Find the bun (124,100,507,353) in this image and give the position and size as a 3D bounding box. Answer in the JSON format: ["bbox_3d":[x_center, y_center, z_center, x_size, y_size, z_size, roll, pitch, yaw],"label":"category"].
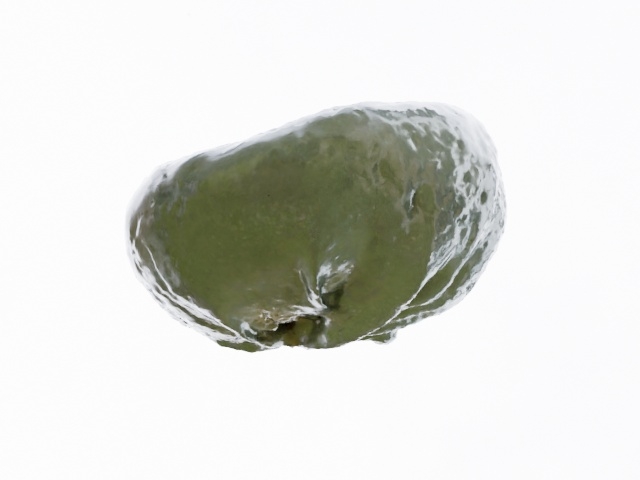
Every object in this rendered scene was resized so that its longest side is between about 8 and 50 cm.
[{"bbox_3d":[0.000,0.000,0.566,0.140,0.141,0.083,-12,-92,-3],"label":"bun"}]
